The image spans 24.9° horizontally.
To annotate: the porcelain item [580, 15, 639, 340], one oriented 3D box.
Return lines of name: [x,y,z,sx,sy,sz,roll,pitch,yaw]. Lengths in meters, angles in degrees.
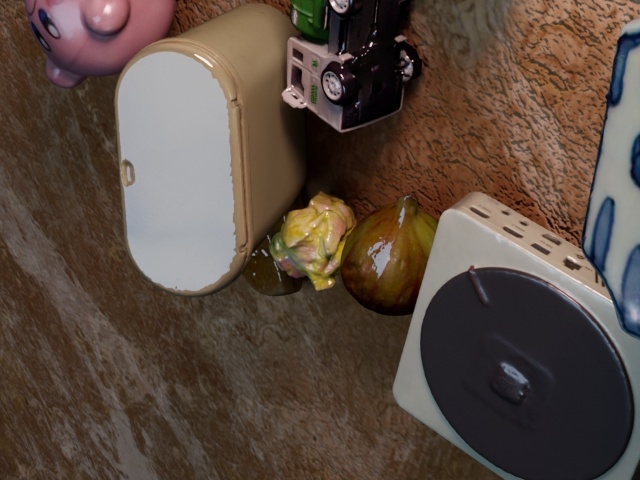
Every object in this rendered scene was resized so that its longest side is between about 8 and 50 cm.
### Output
porcelain item: [0.334,-0.039,1.001,0.286,0.157,0.281,26,118,37]

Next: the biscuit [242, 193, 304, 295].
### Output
biscuit: [-0.095,-0.080,1.626,0.278,0.043,0.301,47,139,19]

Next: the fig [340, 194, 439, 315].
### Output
fig: [0.074,0.005,1.431,0.109,0.103,0.154,16,138,16]

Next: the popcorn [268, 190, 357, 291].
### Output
popcorn: [-0.001,-0.001,1.524,0.089,0.097,0.109,36,166,12]

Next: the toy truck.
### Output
toy truck: [0.025,-0.229,1.334,0.125,0.101,0.242,35,135,37]

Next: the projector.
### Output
projector: [0.207,0.114,1.357,0.257,0.079,0.259,32,133,24]

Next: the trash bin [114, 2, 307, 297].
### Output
trash bin: [-0.095,-0.096,1.408,0.121,0.247,0.243,4,110,16]

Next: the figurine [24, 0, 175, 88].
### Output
figurine: [-0.241,-0.259,1.573,0.173,0.173,0.173,29,134,36]
